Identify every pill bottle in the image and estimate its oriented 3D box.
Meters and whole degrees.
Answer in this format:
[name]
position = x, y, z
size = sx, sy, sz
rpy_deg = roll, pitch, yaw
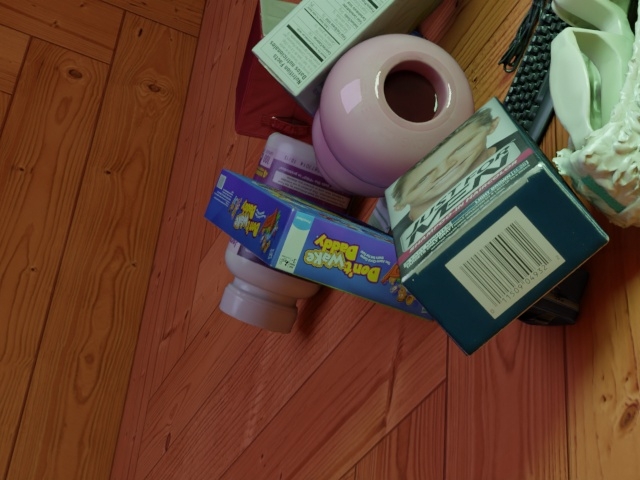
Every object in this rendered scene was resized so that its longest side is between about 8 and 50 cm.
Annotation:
[pill bottle]
position = -0.056, -0.009, 2.145
size = 0.169, 0.169, 0.301
rpy_deg = -149, 79, -73

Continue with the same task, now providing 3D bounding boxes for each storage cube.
[storage cube]
position = -0.042, -0.295, 2.346
size = 0.215, 0.184, 0.193
rpy_deg = -96, 19, -58

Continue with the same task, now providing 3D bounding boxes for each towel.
[towel]
position = 0.090, -0.031, 1.959
size = 0.113, 0.023, 0.152
rpy_deg = -119, 50, -68

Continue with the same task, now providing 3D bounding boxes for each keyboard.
[keyboard]
position = 0.275, -0.257, 1.605
size = 0.201, 0.033, 0.317
rpy_deg = -121, 53, -70

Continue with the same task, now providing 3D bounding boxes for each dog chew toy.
[dog chew toy]
position = 0.081, -0.153, 1.831
size = 0.332, 0.207, 0.206
rpy_deg = 138, 148, -71

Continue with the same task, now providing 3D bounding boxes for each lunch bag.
[lunch bag]
position = 0.224, 0.056, 1.345
size = 0.098, 0.067, 0.065
rpy_deg = 170, 119, -71

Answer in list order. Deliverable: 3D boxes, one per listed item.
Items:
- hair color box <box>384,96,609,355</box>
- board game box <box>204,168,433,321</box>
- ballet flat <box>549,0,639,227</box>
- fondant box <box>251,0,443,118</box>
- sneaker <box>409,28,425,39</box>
[hair color box]
position = 0.166, -0.028, 1.359
size = 0.174, 0.105, 0.347
rpy_deg = -41, 12, 10
[board game box]
position = 0.000, 0.000, 1.790
size = 0.078, 0.233, 0.347
rpy_deg = -69, 21, 4
[ballet flat]
position = 0.292, -0.200, 1.305
size = 0.147, 0.147, 0.408
rpy_deg = 129, 155, -49
[fondant box]
position = 0.069, -0.327, 1.865
size = 0.330, 0.096, 0.238
rpy_deg = -43, -8, 3
[sneaker]
position = 0.058, -0.356, 2.149
size = 0.127, 0.182, 0.315
rpy_deg = -62, 18, 24
